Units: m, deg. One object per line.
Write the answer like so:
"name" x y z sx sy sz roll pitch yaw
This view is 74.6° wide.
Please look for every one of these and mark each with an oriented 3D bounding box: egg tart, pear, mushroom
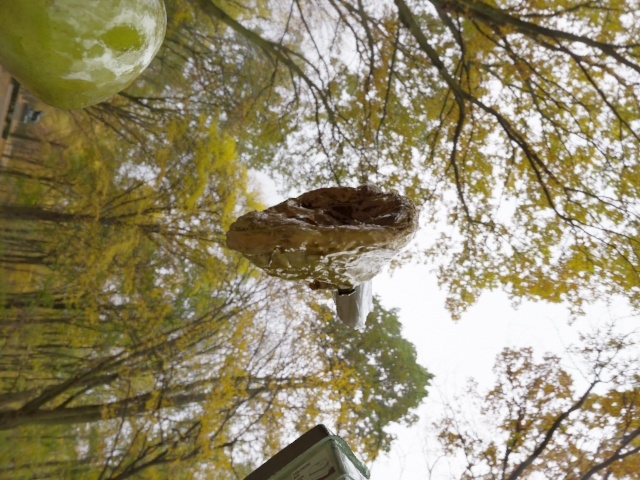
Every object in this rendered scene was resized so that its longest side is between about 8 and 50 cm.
"egg tart" 0.000 0.000 0.736 0.352 0.339 0.152 -1 -74 25
"pear" -0.401 -0.356 0.664 0.375 0.288 0.287 125 -39 -53
"mushroom" 0.102 0.031 0.994 0.159 0.122 0.328 -160 -98 -67

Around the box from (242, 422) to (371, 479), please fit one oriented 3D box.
"box" -0.031 0.576 0.944 0.291 0.220 0.166 -35 -152 -4
